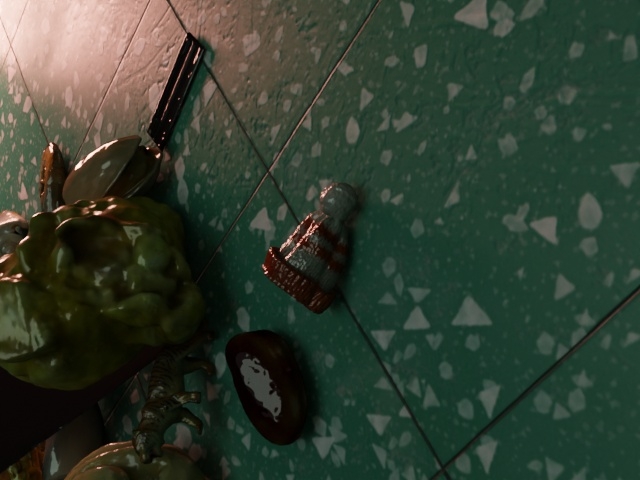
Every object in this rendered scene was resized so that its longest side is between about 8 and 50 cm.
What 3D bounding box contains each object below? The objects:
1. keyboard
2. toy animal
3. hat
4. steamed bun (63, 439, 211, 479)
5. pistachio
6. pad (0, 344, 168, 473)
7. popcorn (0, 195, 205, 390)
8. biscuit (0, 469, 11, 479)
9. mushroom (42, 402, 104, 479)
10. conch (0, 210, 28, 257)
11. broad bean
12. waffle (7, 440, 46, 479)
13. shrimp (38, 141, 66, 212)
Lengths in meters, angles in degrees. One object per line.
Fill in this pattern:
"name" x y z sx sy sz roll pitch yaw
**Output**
"keyboard" -0.250 -0.254 1.367 0.067 0.011 0.202 49 122 36
"toy animal" -0.220 0.221 1.209 0.056 0.099 0.241 83 -169 -56
"hat" 0.000 0.000 1.031 0.112 0.093 0.162 37 96 32
"steamed bun" -0.310 0.484 1.227 0.372 0.230 0.324 -31 68 40
"pistachio" -0.365 -0.102 1.396 0.223 0.126 0.152 -35 34 28
"pad" -0.462 0.224 1.392 0.367 0.007 0.247 -37 49 -10
"popcorn" -0.356 0.091 1.248 0.334 0.293 0.292 -32 71 4
"biscuit" -0.691 0.456 1.783 0.226 0.042 0.225 -6 82 49
"mushroom" -0.482 0.304 1.505 0.159 0.122 0.328 -20 72 41
"conch" -0.723 -0.013 1.844 0.176 0.094 0.104 -113 27 -63
"broad bean" -0.072 0.200 1.087 0.114 0.084 0.165 -44 62 57
"waffle" -0.580 0.370 1.553 0.307 0.060 0.311 149 101 -82
"shrimp" -0.573 -0.086 1.693 0.143 0.052 0.251 -34 55 53
